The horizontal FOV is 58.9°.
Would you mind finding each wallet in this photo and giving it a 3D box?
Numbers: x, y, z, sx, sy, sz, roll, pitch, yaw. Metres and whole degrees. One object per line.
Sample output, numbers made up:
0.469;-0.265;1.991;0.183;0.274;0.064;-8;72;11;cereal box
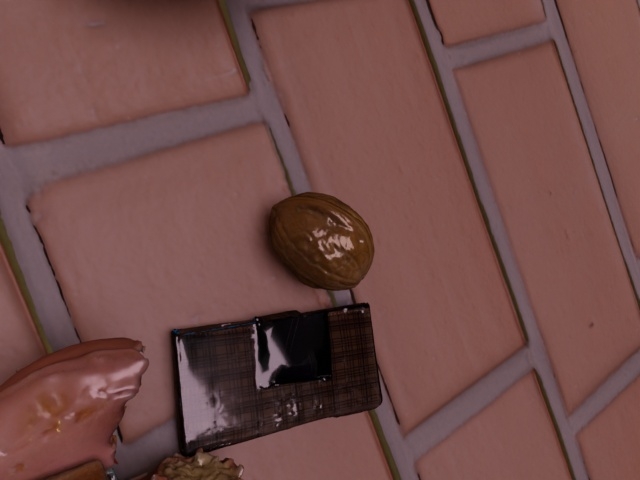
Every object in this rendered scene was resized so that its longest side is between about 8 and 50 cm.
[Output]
-0.039;0.137;0.593;0.230;0.042;0.125;-5;88;-28;wallet

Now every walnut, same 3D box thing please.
0.000;0.000;0.603;0.124;0.105;0.105;37;66;-5;walnut

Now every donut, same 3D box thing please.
-0.180;0.190;0.451;0.199;0.085;0.233;-31;118;-9;donut

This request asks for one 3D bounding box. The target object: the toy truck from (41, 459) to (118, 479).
-0.160;0.312;0.387;0.162;0.136;0.306;-21;116;-20;toy truck
